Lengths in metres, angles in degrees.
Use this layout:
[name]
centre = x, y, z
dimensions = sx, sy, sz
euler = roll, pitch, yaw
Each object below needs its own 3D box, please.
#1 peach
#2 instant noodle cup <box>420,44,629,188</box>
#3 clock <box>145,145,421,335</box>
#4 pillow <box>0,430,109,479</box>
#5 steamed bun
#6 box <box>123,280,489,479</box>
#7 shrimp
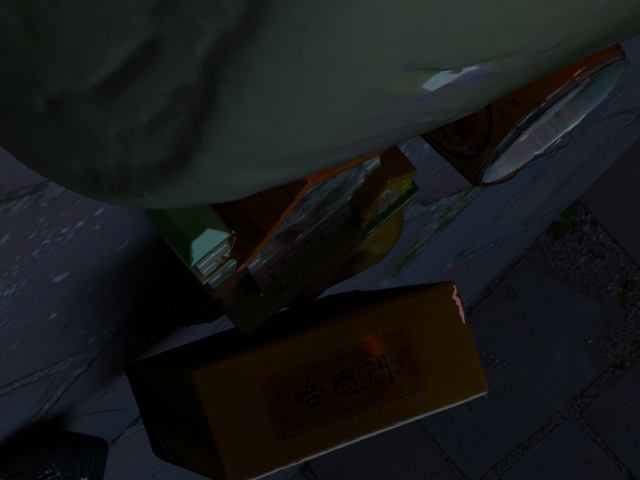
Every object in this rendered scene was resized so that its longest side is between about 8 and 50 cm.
[peach]
centre = 0.000, 0.000, 1.642
dimensions = 0.179, 0.103, 0.179
euler = -30, 172, -5
[instant noodle cup]
centre = 0.140, -0.158, 1.318
dimensions = 0.215, 0.172, 0.216
euler = -38, 168, -9
[clock]
centre = -0.029, -0.041, 1.377
dimensions = 0.220, 0.106, 0.255
euler = -40, 169, -5
[pillow]
centre = -0.313, 0.292, 1.751
dimensions = 0.161, 0.093, 0.335
euler = -31, 165, -25
[steamed bun]
centre = 0.038, -0.197, 0.515
dimensions = 0.371, 0.290, 0.456
euler = -34, 167, -29
[box]
centre = -0.032, 0.136, 1.567
dimensions = 0.264, 0.116, 0.415
euler = -20, -178, -14
[shrimp]
centre = -0.110, 0.054, 1.551
dimensions = 0.180, 0.099, 0.041
euler = -36, 129, 21
